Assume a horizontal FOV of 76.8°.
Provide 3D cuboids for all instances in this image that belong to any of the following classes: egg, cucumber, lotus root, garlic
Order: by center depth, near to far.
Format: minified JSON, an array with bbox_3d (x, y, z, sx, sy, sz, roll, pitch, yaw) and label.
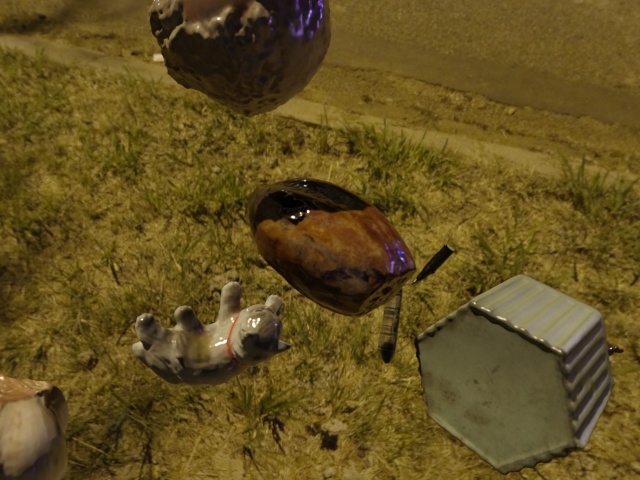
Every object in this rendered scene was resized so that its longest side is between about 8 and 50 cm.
[{"bbox_3d":[-0.493,0.280,0.566,0.281,0.203,0.184,24,30,-2],"label":"garlic"},{"bbox_3d":[-0.110,-0.331,0.615,0.280,0.279,0.310,5,38,-2],"label":"egg"},{"bbox_3d":[-0.007,0.006,0.641,0.291,0.193,0.193,39,62,23],"label":"lotus root"},{"bbox_3d":[0.326,0.075,1.177,0.043,0.163,0.039,7,40,-39],"label":"cucumber"}]

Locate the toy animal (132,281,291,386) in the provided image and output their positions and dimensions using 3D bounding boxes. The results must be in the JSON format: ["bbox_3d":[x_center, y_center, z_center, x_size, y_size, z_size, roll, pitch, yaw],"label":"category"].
[{"bbox_3d":[-0.233,0.223,0.894,0.266,0.308,0.188,-59,34,0],"label":"toy animal"}]

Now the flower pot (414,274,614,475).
[{"bbox_3d":[0.280,0.181,0.590,0.190,0.209,0.239,-9,91,-44],"label":"flower pot"}]

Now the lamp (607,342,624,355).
[{"bbox_3d":[0.705,0.297,1.162,0.118,0.253,0.118,25,50,-35],"label":"lamp"}]

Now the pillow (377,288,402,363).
[{"bbox_3d":[0.178,0.206,1.027,0.038,0.113,0.203,12,79,1],"label":"pillow"}]
